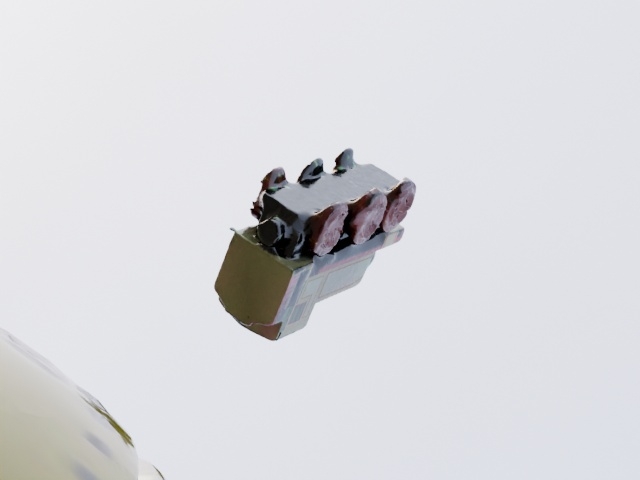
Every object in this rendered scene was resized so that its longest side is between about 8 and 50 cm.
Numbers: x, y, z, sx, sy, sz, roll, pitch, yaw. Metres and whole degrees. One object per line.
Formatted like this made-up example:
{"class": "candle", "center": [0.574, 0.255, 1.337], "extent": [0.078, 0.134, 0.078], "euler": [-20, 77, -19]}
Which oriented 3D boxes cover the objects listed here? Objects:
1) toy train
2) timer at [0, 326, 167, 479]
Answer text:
{"class": "toy train", "center": [0.000, 0.000, 1.021], "extent": [0.050, 0.138, 0.087], "euler": [32, -65, 21]}
{"class": "timer", "center": [-0.129, 0.187, 0.378], "extent": [0.387, 0.376, 0.376], "euler": [47, -44, -11]}
